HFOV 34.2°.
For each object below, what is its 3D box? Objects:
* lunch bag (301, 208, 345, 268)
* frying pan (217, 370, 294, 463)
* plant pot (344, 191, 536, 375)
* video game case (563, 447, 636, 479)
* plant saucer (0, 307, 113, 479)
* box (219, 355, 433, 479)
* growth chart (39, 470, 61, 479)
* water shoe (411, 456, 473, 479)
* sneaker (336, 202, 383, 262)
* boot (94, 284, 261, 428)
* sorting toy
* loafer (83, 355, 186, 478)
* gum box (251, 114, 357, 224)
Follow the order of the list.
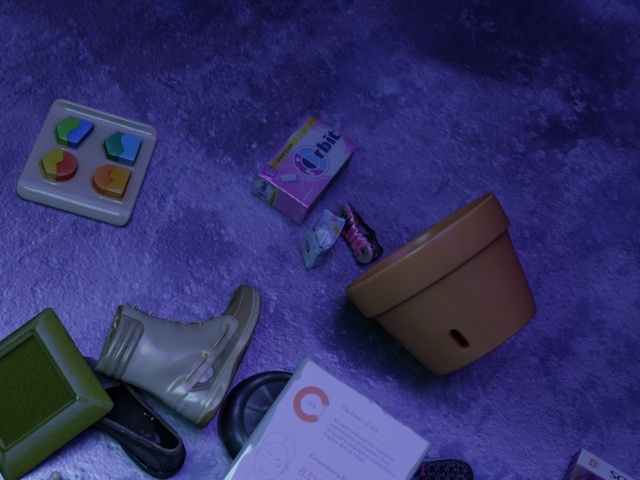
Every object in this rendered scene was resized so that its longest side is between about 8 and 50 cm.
[{"bbox_3d":[0.000,0.000,1.785,0.053,0.071,0.083,26,56,-2],"label":"lunch bag"},{"bbox_3d":[-0.030,0.338,1.589,0.197,0.053,0.326,-19,63,-25],"label":"frying pan"},{"bbox_3d":[0.213,0.083,1.695,0.291,0.291,0.203,-34,91,-31],"label":"plant pot"},{"bbox_3d":[0.461,0.479,1.650,0.210,0.042,0.232,31,56,5],"label":"video game case"},{"bbox_3d":[-0.426,0.217,1.494,0.188,0.045,0.188,-36,73,-4],"label":"plant saucer"},{"bbox_3d":[-0.035,0.373,1.445,0.215,0.168,0.345,34,71,6],"label":"box"},{"bbox_3d":[-0.353,0.431,1.413,0.172,0.021,0.237,-26,59,-37],"label":"growth chart"},{"bbox_3d":[0.131,0.362,1.603,0.203,0.080,0.073,11,70,-5],"label":"water shoe"},{"bbox_3d":[0.072,-0.015,1.839,0.057,0.047,0.119,-10,65,-40],"label":"sneaker"},{"bbox_3d":[-0.215,0.138,1.602,0.203,0.095,0.262,28,51,-8],"label":"boot"},{"bbox_3d":[-0.392,-0.140,1.772,0.193,0.038,0.208,16,57,-7],"label":"sorting toy"},{"bbox_3d":[-0.303,0.240,1.539,0.267,0.084,0.096,37,56,7],"label":"loafer"},{"bbox_3d":[-0.025,-0.132,1.863,0.107,0.062,0.188,34,56,5],"label":"gum box"}]
